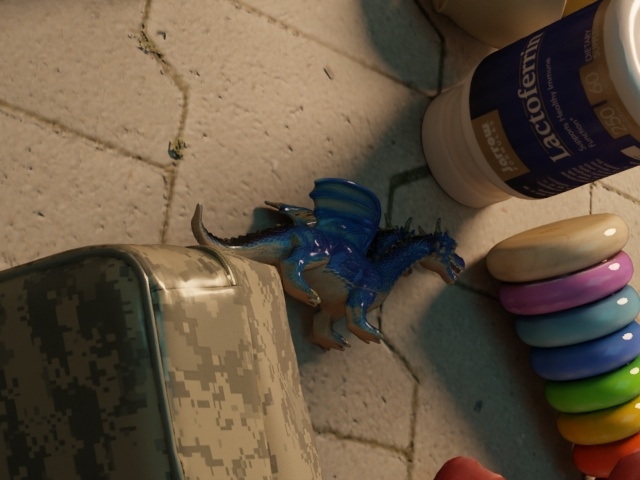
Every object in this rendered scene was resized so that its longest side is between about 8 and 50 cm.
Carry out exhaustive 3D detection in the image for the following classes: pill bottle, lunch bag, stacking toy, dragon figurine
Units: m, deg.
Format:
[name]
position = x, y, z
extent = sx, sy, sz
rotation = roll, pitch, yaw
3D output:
[pill bottle]
position = 0.228, -0.124, 1.184
extent = 0.153, 0.264, 0.153
rotation = 14, 67, -35
[lunch bag]
position = -0.101, 0.158, 0.864
extent = 0.256, 0.212, 0.305
rotation = -1, 78, -59
[stacking toy]
position = 0.271, 0.147, 1.243
extent = 0.141, 0.141, 0.330
rotation = -22, 98, -41
[dragon figurine]
position = 0.000, 0.000, 1.075
extent = 0.289, 0.085, 0.144
rotation = 29, 60, -31

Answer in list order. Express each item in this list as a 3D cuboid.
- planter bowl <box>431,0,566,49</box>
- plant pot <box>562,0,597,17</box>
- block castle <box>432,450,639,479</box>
[planter bowl]
position = 0.174, -0.272, 1.272
extent = 0.109, 0.162, 0.162
rotation = 5, 71, -10
[plant pot]
position = 0.356, -0.343, 1.412
extent = 0.212, 0.212, 0.187
rotation = -35, 113, -41
[block castle]
position = 0.276, 0.382, 1.048
extent = 0.213, 0.303, 0.453
rotation = -41, 103, -33
